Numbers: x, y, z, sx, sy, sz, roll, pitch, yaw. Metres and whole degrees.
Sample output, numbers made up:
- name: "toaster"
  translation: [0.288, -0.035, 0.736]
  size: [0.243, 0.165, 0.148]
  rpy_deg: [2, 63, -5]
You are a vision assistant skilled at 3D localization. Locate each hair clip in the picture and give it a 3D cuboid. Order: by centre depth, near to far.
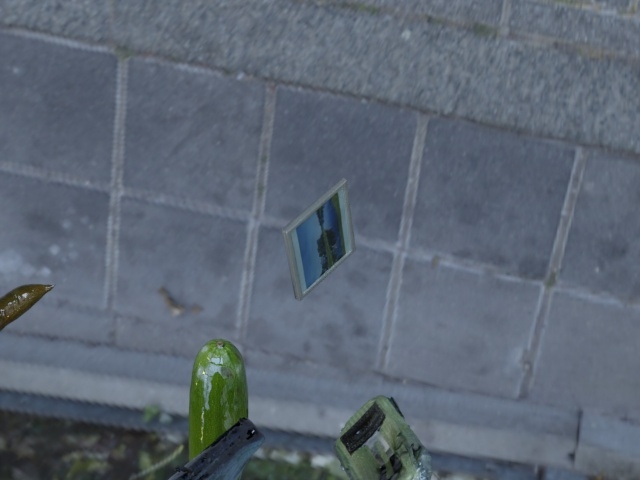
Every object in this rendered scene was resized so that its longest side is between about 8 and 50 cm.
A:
- name: "hair clip"
  translation: [0.107, 0.335, 1.827]
  size: [0.091, 0.321, 0.138]
  rpy_deg: [38, 94, -13]

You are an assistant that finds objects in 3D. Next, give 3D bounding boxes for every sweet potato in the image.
- name: "sweet potato"
  translation: [-0.515, 0.138, 1.842]
  size: [0.067, 0.274, 0.067]
  rpy_deg: [36, 150, 25]

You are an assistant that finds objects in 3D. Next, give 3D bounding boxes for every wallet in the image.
- name: "wallet"
  translation: [-0.170, 0.277, 1.073]
  size: [0.046, 0.379, 0.191]
  rpy_deg: [41, 107, 9]

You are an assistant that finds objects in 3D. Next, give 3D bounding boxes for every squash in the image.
- name: "squash"
  translation: [-0.112, 0.214, 1.345]
  size: [0.066, 0.066, 0.252]
  rpy_deg: [11, 125, 9]

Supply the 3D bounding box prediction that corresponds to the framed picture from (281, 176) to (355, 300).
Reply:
- name: "framed picture"
  translation: [0.000, 0.000, 1.546]
  size: [0.011, 0.109, 0.149]
  rpy_deg: [35, 155, 28]
